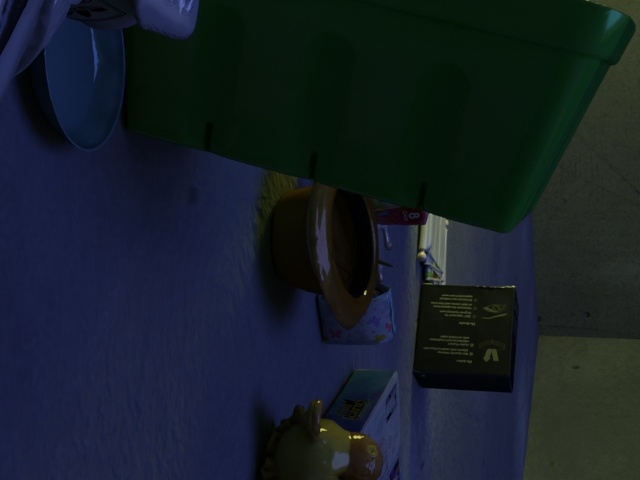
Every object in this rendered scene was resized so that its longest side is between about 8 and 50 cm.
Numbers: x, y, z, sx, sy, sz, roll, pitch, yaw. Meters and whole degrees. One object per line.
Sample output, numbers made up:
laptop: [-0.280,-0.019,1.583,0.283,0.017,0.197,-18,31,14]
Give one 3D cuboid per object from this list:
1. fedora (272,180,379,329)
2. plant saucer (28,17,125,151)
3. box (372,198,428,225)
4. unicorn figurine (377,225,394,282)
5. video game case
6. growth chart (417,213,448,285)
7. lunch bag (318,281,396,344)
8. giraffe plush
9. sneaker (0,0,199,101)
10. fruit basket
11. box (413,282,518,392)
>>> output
fedora: [0.000,0.000,1.304,0.194,0.079,0.194,-2,90,-70]
plant saucer: [-0.157,-0.116,0.807,0.119,0.021,0.119,1,90,-76]
box: [0.080,-0.147,1.512,0.257,0.123,0.128,-74,160,-45]
unicorn figurine: [0.060,0.006,1.600,0.111,0.060,0.162,71,9,-52]
video game case: [0.045,0.314,1.534,0.269,0.061,0.244,-43,131,-70]
growth chart: [0.195,0.007,2.166,0.237,0.021,0.172,55,39,-66]
lunch bag: [0.044,0.082,1.469,0.053,0.083,0.071,-69,155,-52]
giraffe plush: [0.004,0.255,1.252,0.210,0.181,0.170,22,53,-38]
sneaker: [-0.147,-0.125,0.612,0.210,0.137,0.366,62,29,-56]
fruit basket: [0.049,-0.218,0.908,0.283,0.392,0.392,-23,113,-74]
box: [0.242,0.160,2.092,0.093,0.156,0.158,63,31,-63]
